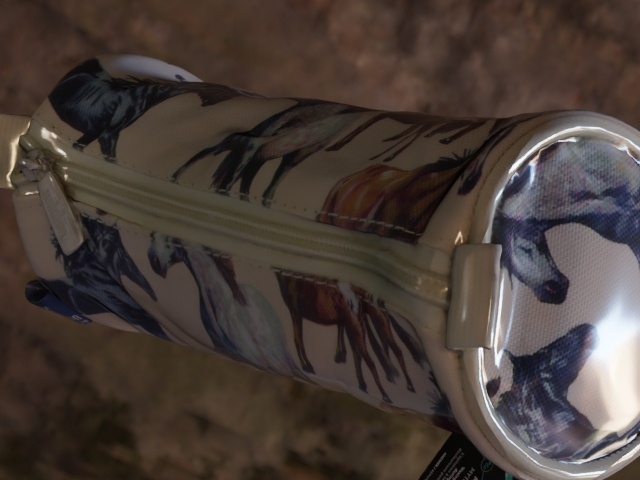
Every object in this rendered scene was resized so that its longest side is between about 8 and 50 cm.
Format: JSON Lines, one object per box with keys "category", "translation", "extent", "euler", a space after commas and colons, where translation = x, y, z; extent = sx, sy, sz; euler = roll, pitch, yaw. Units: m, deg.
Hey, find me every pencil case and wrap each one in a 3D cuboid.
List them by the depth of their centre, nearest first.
{"category": "pencil case", "translation": [0.000, 0.000, 0.938], "extent": [0.183, 0.160, 0.410], "euler": [-3, 10, -37]}

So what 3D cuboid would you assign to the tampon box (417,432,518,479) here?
{"category": "tampon box", "translation": [0.114, 0.196, 1.013], "extent": [0.101, 0.120, 0.161], "euler": [34, 4, -40]}
